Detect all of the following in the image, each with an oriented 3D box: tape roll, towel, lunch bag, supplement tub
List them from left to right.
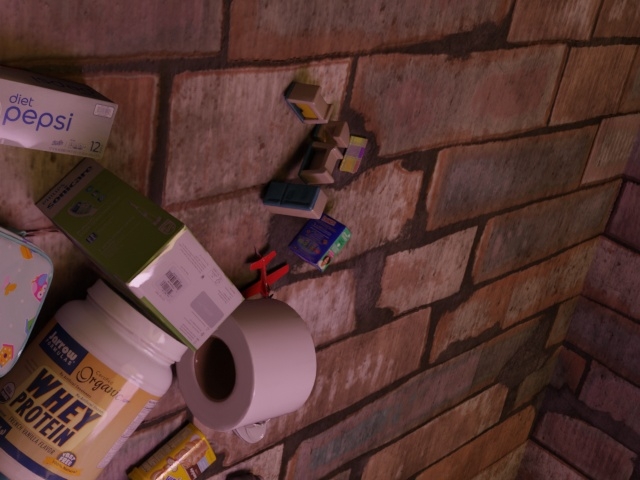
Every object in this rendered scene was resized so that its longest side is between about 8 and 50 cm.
[{"bbox_3d":[-0.512,0.066,1.055,0.279,0.107,0.224,47,56,-64],"label":"lunch bag"},{"bbox_3d":[-0.393,0.243,1.257,0.316,0.228,0.228,-52,142,-9],"label":"supplement tub"},{"bbox_3d":[-0.151,0.245,1.515,0.169,0.246,0.246,-2,116,-47],"label":"tape roll"},{"bbox_3d":[0.071,-0.188,1.660,0.060,0.009,0.083,3,112,-48],"label":"towel"}]

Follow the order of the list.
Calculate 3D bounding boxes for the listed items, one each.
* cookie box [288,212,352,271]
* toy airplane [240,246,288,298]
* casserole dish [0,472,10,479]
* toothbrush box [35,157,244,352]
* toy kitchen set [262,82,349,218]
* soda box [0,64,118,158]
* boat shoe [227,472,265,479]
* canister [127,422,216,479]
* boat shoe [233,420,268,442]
[{"bbox_3d":[0.000,0.000,1.642,0.107,0.091,0.040,-51,145,-9],"label":"cookie box"},{"bbox_3d":[-0.120,0.076,1.611,0.151,0.028,0.151,-27,133,-33],"label":"toy airplane"},{"bbox_3d":[-0.522,0.449,1.412,0.114,0.037,0.188,-44,141,-17],"label":"casserole dish"},{"bbox_3d":[-0.282,0.019,1.183,0.122,0.283,0.206,-46,141,-14],"label":"toothbrush box"},{"bbox_3d":[-0.052,-0.176,1.476,0.166,0.122,0.207,47,58,-51],"label":"toy kitchen set"},{"bbox_3d":[-0.431,-0.186,1.031,0.286,0.098,0.091,5,112,-49],"label":"soda box"},{"bbox_3d":[-0.237,0.729,1.874,0.095,0.112,0.335,17,96,-34],"label":"boat shoe"},{"bbox_3d":[-0.318,0.492,1.638,0.170,0.073,0.126,-40,139,-25],"label":"canister"},{"bbox_3d":[-0.159,0.393,1.736,0.095,0.084,0.258,-38,138,-25],"label":"boat shoe"}]
